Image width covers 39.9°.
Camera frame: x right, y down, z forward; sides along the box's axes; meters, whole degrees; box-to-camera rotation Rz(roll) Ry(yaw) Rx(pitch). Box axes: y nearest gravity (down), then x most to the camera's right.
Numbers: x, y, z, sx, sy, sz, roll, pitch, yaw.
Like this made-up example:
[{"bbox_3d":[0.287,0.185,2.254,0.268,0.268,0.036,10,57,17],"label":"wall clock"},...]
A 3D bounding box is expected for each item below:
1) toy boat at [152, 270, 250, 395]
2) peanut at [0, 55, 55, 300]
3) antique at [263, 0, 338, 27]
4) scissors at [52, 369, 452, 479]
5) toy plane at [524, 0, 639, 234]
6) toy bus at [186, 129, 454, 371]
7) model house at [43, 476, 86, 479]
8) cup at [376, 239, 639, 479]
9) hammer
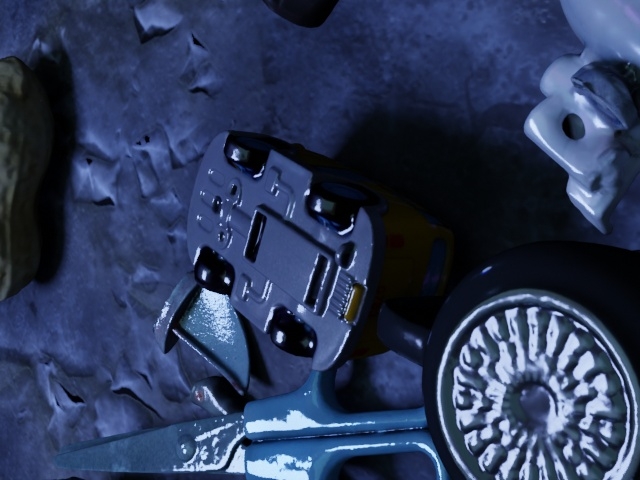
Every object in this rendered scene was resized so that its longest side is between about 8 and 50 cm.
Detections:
[{"bbox_3d":[-0.096,0.090,0.829,0.122,0.034,0.096,34,101,27],"label":"toy boat"},{"bbox_3d":[-0.360,-0.069,0.990,0.125,0.111,0.275,24,105,52],"label":"peanut"},{"bbox_3d":[0.022,-0.345,0.611,0.255,0.185,0.322,-43,67,41],"label":"antique"},{"bbox_3d":[-0.084,0.179,0.774,0.447,0.029,0.193,-12,72,32],"label":"scissors"},{"bbox_3d":[0.233,-0.104,0.495,0.244,0.117,0.245,-7,75,29],"label":"toy plane"},{"bbox_3d":[0.000,0.000,0.670,0.209,0.136,0.126,33,114,43],"label":"toy bus"},{"bbox_3d":[-0.219,0.390,0.854,0.266,0.261,0.321,19,88,63],"label":"model house"},{"bbox_3d":[0.145,0.074,0.534,0.223,0.176,0.169,22,109,40],"label":"cup"},{"bbox_3d":[-0.013,0.200,0.766,0.287,0.033,0.111,33,112,34],"label":"hammer"}]
